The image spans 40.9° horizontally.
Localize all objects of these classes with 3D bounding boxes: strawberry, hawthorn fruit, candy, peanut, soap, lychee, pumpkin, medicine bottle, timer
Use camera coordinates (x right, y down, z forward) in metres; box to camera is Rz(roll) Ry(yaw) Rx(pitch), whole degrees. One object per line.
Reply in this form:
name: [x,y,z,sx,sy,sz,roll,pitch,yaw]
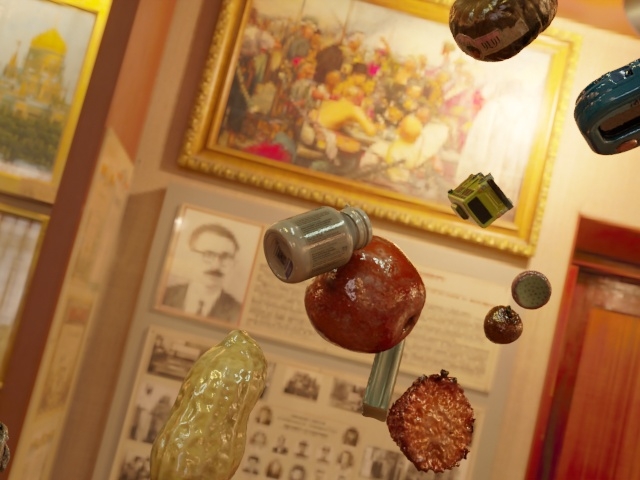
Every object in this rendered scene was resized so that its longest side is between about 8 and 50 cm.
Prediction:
strawberry: [0.223,0.403,1.962,0.234,0.234,0.178,18,-12,-32]
hawthorn fruit: [0.101,0.126,1.984,0.284,0.284,0.284,13,-7,2]
candy: [0.539,0.126,2.197,0.103,0.103,0.043,13,12,5]
peanut: [-0.175,0.292,1.432,0.140,0.325,0.153,-7,-46,37]
soap: [0.156,0.333,2.118,0.066,0.198,0.119,14,-25,8]
lychee: [0.486,0.222,2.254,0.101,0.114,0.140,41,-46,-16]
pumpkin: [0.412,-0.539,1.979,0.260,0.260,0.189,5,-38,49]
medicine bottle: [0.000,0.000,1.806,0.215,0.135,0.135,-20,13,-32]
timer: [0.768,-0.332,2.007,0.340,0.115,0.309,-26,-24,21]

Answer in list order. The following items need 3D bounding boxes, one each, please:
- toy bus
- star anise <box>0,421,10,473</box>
toy bus: [0.339,-0.087,1.849,0.088,0.101,0.175,50,2,-8]
star anise: [-0.712,0.419,1.841,0.081,0.262,0.230,-13,-32,-21]
